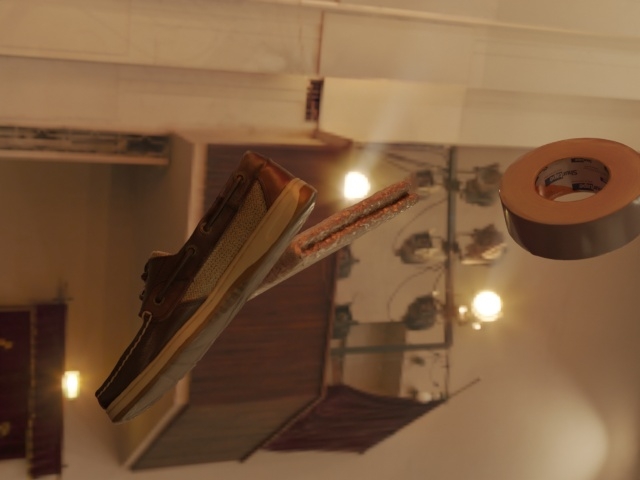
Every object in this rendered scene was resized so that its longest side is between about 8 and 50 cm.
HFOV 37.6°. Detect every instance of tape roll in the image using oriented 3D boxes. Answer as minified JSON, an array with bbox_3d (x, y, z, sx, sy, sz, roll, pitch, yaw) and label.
[{"bbox_3d":[0.387,-0.066,1.433,0.219,0.219,0.072,55,-12,54],"label":"tape roll"}]

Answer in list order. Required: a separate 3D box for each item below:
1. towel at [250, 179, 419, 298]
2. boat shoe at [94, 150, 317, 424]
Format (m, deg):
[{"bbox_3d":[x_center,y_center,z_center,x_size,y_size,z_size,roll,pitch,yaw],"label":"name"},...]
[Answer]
[{"bbox_3d":[0.000,0.000,1.320,0.187,0.282,0.049,-32,-92,45],"label":"towel"},{"bbox_3d":[-0.094,0.032,0.691,0.223,0.073,0.080,-50,172,0],"label":"boat shoe"}]
